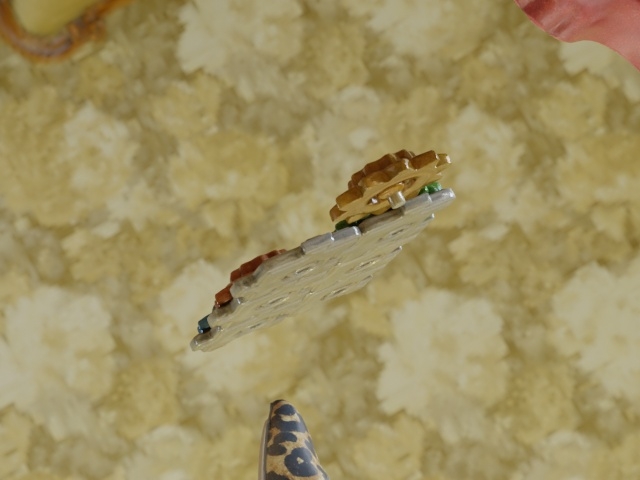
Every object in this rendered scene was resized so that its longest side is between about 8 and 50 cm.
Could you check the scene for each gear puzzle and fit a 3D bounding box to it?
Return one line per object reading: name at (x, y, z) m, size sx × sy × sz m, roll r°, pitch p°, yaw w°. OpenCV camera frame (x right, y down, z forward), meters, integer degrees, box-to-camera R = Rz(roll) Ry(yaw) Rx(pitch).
gear puzzle at (0.000, 0.000, 1.084) m, size 0.175 × 0.044 × 0.339 m, roll -22°, pitch 169°, yaw -21°

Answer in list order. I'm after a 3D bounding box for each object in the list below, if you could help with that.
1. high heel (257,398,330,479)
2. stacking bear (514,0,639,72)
high heel at (0.060, 0.211, 0.999) m, size 0.186 × 0.261 × 0.093 m, roll -15°, pitch 150°, yaw 2°
stacking bear at (0.249, -0.238, 0.818) m, size 0.175 × 0.164 × 0.289 m, roll 19°, pitch 138°, yaw -37°
